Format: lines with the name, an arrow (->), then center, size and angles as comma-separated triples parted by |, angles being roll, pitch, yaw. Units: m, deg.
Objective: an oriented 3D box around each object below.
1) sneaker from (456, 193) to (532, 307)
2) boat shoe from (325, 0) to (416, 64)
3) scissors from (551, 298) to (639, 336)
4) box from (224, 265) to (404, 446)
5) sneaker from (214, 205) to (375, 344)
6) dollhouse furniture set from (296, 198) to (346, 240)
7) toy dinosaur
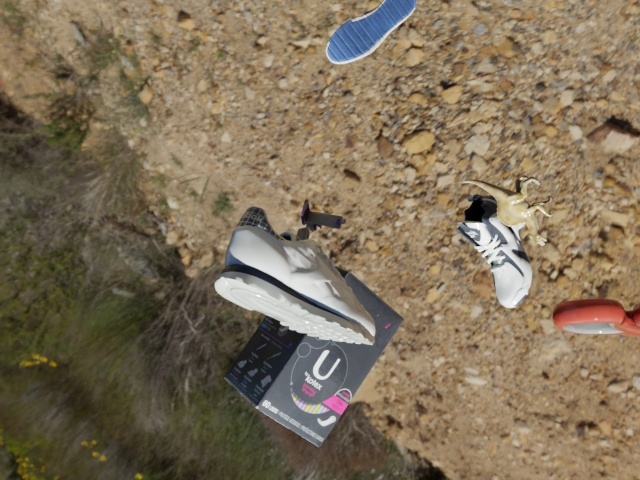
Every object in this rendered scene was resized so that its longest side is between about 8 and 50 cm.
sneaker -> 0.336, 0.012, 1.317 | 0.094, 0.152, 0.235 | -14, 68, 63
boat shoe -> 0.088, -0.368, 1.157 | 0.183, 0.066, 0.066 | -34, 97, -1
scissors -> 0.264, 0.069, 0.535 | 0.108, 0.297, 0.021 | -9, 76, 27
box -> -0.010, 0.189, 1.156 | 0.165, 0.270, 0.143 | 40, 169, -32
sneaker -> -0.009, 0.050, 0.735 | 0.090, 0.095, 0.235 | -9, 149, 38
dollhouse furniture set -> 0.000, 0.000, 1.216 | 0.081, 0.115, 0.091 | 12, 157, 9
toy dinosaur -> 0.343, -0.073, 1.159 | 0.092, 0.053, 0.183 | -46, 77, 4
